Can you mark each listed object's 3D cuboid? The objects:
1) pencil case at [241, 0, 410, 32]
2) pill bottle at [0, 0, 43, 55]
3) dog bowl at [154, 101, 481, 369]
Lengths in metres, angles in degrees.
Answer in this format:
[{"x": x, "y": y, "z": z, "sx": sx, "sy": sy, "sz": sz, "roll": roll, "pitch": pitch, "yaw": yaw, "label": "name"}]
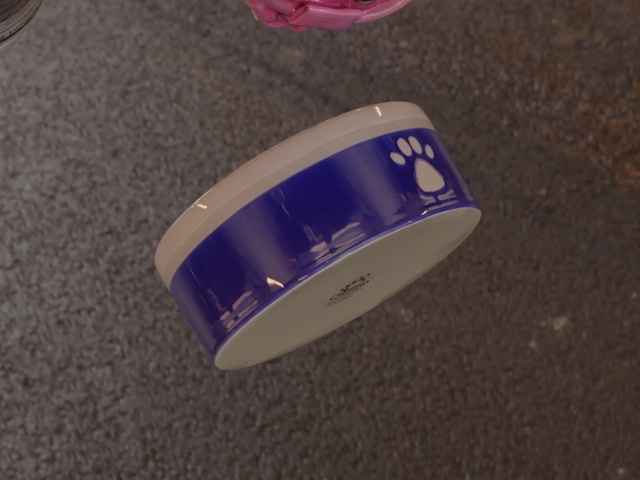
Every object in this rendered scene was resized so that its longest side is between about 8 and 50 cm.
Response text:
[{"x": -0.071, "y": -0.300, "z": 0.788, "sx": 0.167, "sy": 0.160, "sz": 0.386, "roll": -33, "pitch": 65, "yaw": -6, "label": "pencil case"}, {"x": -0.376, "y": -0.307, "z": 1.291, "sx": 0.210, "sy": 0.210, "sz": 0.363, "roll": -25, "pitch": -2, "yaw": -16, "label": "pill bottle"}, {"x": 0.000, "y": 0.000, "z": 1.082, "sx": 0.264, "sy": 0.265, "sz": 0.104, "roll": -27, "pitch": 76, "yaw": -18, "label": "dog bowl"}]
